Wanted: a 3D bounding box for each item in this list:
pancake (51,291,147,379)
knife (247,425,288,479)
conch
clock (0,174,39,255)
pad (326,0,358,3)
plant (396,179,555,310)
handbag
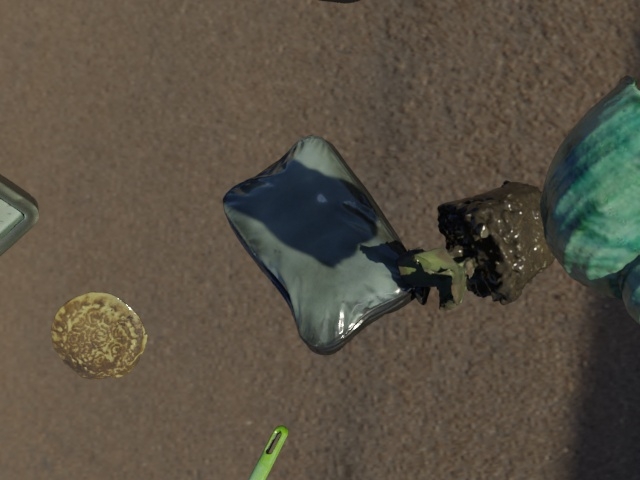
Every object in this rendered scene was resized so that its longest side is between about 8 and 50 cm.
[{"bbox_3d":[-0.249,0.109,1.160,0.115,0.011,0.115,2,115,4],"label":"pancake"},{"bbox_3d":[-0.108,0.362,1.506,0.054,0.015,0.212,12,63,35],"label":"knife"},{"bbox_3d":[0.270,-0.006,0.838,0.134,0.196,0.202,-45,73,-3],"label":"conch"},{"bbox_3d":[-0.584,-0.035,1.449,0.273,0.279,0.049,-39,41,12],"label":"clock"},{"bbox_3d":[-0.042,-0.415,0.940,0.315,0.063,0.375,14,100,23],"label":"pad"},{"bbox_3d":[0.204,0.011,1.312,0.142,0.203,0.131,10,128,55],"label":"plant"},{"bbox_3d":[0.001,0.002,1.431,0.191,0.075,0.332,-35,57,0],"label":"handbag"}]
